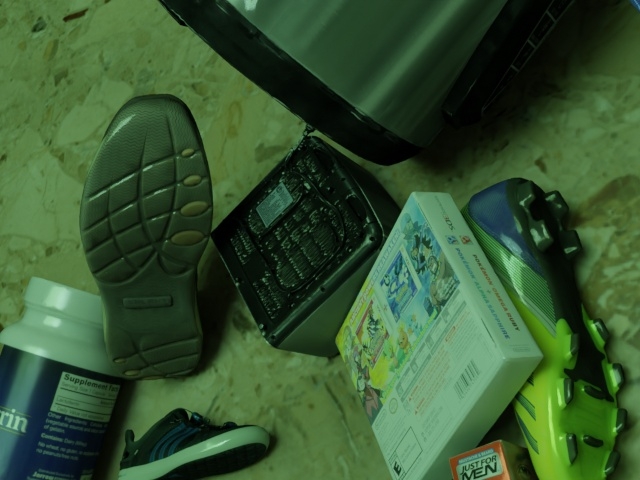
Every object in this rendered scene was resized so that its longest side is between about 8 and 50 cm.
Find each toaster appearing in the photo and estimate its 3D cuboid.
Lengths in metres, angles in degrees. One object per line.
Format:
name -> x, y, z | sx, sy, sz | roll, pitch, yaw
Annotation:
toaster -> 0.000, 0.000, 0.985 | 0.186, 0.110, 0.168 | -45, 52, 16

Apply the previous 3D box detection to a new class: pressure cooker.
pressure cooker -> 0.072, -0.325, 0.880 | 0.420, 0.375, 0.370 | -49, 48, 13

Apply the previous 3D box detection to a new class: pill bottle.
pill bottle -> -0.318, 0.184, 1.137 | 0.153, 0.153, 0.265 | 9, 78, 40

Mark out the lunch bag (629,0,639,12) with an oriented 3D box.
lunch bag -> 0.412, -0.140, 0.726 | 0.221, 0.138, 0.293 | -39, 66, 20

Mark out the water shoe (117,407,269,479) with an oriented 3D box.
water shoe -> -0.144, 0.213, 1.042 | 0.203, 0.073, 0.080 | -24, 58, 29

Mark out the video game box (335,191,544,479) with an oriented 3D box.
video game box -> 0.092, 0.094, 0.854 | 0.187, 0.048, 0.205 | 64, 143, 37

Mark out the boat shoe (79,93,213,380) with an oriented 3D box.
boat shoe -> -0.185, -0.008, 1.030 | 0.130, 0.132, 0.356 | -104, 20, -50

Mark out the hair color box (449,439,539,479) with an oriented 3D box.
hair color box -> 0.163, 0.251, 0.774 | 0.053, 0.093, 0.167 | -28, 59, 26

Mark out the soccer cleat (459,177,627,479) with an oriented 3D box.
soccer cleat -> 0.176, 0.085, 0.837 | 0.121, 0.093, 0.289 | -31, 55, 39
